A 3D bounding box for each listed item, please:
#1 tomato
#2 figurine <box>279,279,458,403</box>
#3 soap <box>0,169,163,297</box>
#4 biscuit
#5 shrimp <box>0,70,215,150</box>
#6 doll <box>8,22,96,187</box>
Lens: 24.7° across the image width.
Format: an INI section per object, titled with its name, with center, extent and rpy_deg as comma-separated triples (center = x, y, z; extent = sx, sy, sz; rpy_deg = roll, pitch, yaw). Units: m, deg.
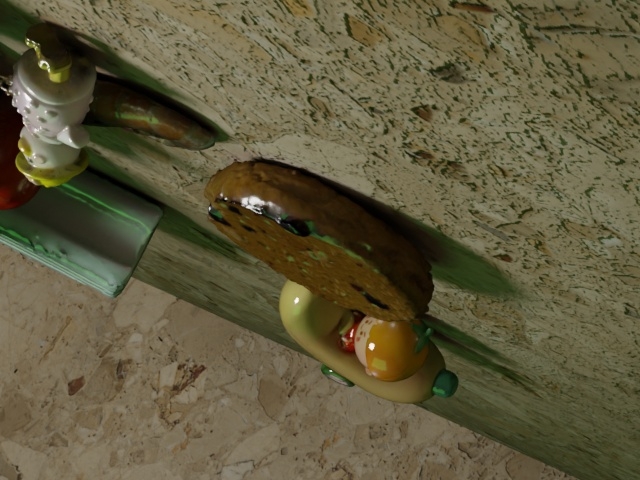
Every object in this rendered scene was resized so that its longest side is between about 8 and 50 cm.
[tomato]
center = -0.409, -0.119, 1.817
extent = 0.187, 0.151, 0.187
rpy_deg = 28, 161, 10
[figurine]
center = 0.068, 0.141, 2.092
extent = 0.222, 0.124, 0.324
rpy_deg = 17, 164, 44
[soap]
center = -0.477, -0.073, 2.269
extent = 0.446, 0.156, 0.261
rpy_deg = 26, 172, -5
[biscuit]
center = 0.001, -0.001, 1.588
extent = 0.296, 0.075, 0.296
rpy_deg = 29, 168, 7
[shrimp]
center = -0.223, -0.134, 1.532
extent = 0.251, 0.052, 0.143
rpy_deg = 21, 173, 22
[doll]
center = -0.265, -0.125, 1.439
extent = 0.129, 0.081, 0.207
rpy_deg = 52, 149, 28
